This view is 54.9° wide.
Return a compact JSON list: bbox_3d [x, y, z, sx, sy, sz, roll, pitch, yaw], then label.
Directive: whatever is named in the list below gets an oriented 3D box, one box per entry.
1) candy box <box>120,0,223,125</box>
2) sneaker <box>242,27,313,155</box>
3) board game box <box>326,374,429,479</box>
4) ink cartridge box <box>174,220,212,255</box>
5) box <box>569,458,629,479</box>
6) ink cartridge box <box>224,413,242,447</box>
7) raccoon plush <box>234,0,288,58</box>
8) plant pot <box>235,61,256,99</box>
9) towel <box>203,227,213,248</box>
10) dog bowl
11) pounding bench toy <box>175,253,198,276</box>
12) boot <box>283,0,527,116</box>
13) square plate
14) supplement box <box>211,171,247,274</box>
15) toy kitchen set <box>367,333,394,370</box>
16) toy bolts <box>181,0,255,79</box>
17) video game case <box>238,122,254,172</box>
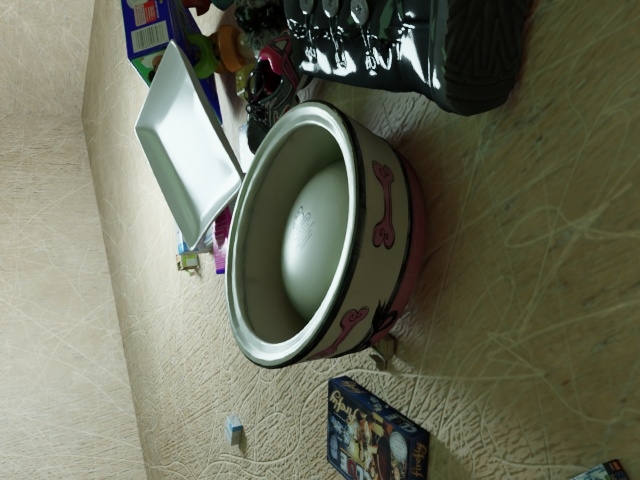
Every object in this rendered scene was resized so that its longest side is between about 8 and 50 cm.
[{"bbox_3d":[-0.351,-0.449,1.474,0.317,0.122,0.268,62,-167,-65],"label":"candy box"},{"bbox_3d":[-0.101,-0.272,1.175,0.120,0.112,0.299,40,143,12],"label":"sneaker"},{"bbox_3d":[0.088,0.351,1.044,0.243,0.042,0.165,19,110,59],"label":"board game box"},{"bbox_3d":[-0.364,-0.025,1.760,0.052,0.088,0.123,-30,68,59],"label":"ink cartridge box"},{"bbox_3d":[0.296,0.310,0.675,0.137,0.027,0.094,-60,43,46],"label":"box"},{"bbox_3d":[-0.238,0.522,1.675,0.048,0.028,0.083,43,131,51],"label":"ink cartridge box"},{"bbox_3d":[-0.025,-0.525,1.066,0.299,0.216,0.447,21,144,43],"label":"raccoon plush"},{"bbox_3d":[-0.132,-0.334,1.300,0.081,0.083,0.082,-4,90,61],"label":"plant pot"},{"bbox_3d":[-0.294,-0.138,1.677,0.209,0.034,0.285,-29,68,58],"label":"towel"},{"bbox_3d":[0.000,0.000,0.965,0.408,0.150,0.408,-28,56,53],"label":"dog bowl"},{"bbox_3d":[-0.410,0.076,1.898,0.065,0.052,0.083,-31,67,59],"label":"pounding bench toy"},{"bbox_3d":[0.096,-0.387,0.841,0.445,0.146,0.367,-139,52,-57],"label":"boot"},{"bbox_3d":[-0.287,-0.193,1.345,0.347,0.049,0.344,-40,73,52],"label":"square plate"},{"bbox_3d":[-0.179,-0.038,1.400,0.114,0.111,0.220,-10,85,61],"label":"supplement box"},{"bbox_3d":[0.068,0.182,1.020,0.083,0.075,0.068,-146,56,-60],"label":"toy kitchen set"},{"bbox_3d":[-0.206,-0.497,1.415,0.218,0.158,0.229,-45,-55,-75],"label":"toy bolts"},{"bbox_3d":[-0.149,-0.217,1.420,0.166,0.015,0.119,-2,92,61],"label":"video game case"}]
